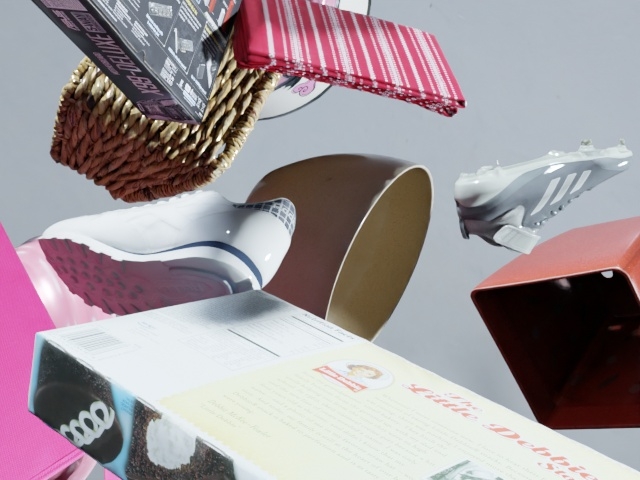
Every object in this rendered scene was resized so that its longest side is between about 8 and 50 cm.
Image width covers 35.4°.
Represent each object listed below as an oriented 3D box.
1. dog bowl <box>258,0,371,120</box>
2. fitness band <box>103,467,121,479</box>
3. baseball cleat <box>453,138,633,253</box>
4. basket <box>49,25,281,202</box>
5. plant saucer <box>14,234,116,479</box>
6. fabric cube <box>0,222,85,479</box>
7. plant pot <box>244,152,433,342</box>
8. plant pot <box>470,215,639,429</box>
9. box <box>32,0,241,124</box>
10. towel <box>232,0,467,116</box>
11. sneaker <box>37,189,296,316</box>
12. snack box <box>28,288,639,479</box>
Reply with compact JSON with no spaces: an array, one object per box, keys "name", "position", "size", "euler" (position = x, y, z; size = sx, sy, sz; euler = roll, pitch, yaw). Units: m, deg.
[{"name":"dog bowl","position":[-0.132,-0.405,1.629],"size":[0.407,0.150,0.408],"euler":[1,92,17]},{"name":"fitness band","position":[-0.269,0.426,1.743],"size":[0.208,0.054,0.291],"euler":[-5,64,-13]},{"name":"baseball cleat","position":[0.248,-0.045,1.106],"size":[0.205,0.072,0.110],"euler":[-11,100,-5]},{"name":"basket","position":[-0.187,-0.186,1.315],"size":[0.223,0.299,0.213],"euler":[27,146,-5]},{"name":"plant saucer","position":[-0.371,0.156,1.254],"size":[0.332,0.084,0.332],"euler":[-8,79,47]},{"name":"fabric cube","position":[-0.400,0.148,0.900],"size":[0.259,0.254,0.258],"euler":[-27,92,31]},{"name":"plant pot","position":[0.000,0.000,1.332],"size":[0.190,0.284,0.284],"euler":[24,106,22]},{"name":"plant pot","position":[0.437,0.105,1.508],"size":[0.267,0.235,0.267],"euler":[-13,112,47]},{"name":"box","position":[-0.177,-0.295,1.028],"size":[0.076,0.307,0.243],"euler":[9,74,21]},{"name":"towel","position":[0.027,-0.230,1.197],"size":[0.274,0.199,0.031],"euler":[11,125,-16]},{"name":"sneaker","position":[-0.127,0.005,0.813],"size":[0.235,0.095,0.090],"euler":[4,139,31]},{"name":"snack box","position":[0.004,0.117,0.565],"size":[0.321,0.187,0.060],"euler":[22,111,39]}]
